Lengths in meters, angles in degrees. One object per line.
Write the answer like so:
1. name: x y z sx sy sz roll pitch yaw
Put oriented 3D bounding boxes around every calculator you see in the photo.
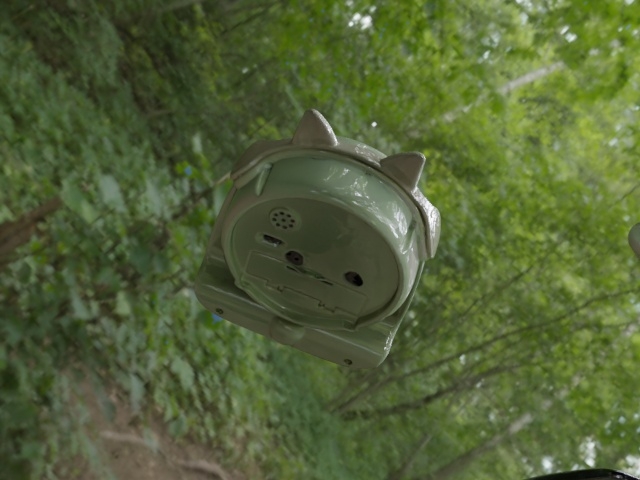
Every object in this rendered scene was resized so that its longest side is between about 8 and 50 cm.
1. calculator: 0.362 0.365 1.079 0.177 0.040 0.268 25 -34 -22

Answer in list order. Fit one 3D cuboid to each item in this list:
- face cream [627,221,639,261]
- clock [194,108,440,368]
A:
1. face cream: 0.549 0.126 1.045 0.348 0.081 0.173 53 0 -15
2. clock: 0.000 0.000 0.912 0.265 0.108 0.324 22 -44 1
